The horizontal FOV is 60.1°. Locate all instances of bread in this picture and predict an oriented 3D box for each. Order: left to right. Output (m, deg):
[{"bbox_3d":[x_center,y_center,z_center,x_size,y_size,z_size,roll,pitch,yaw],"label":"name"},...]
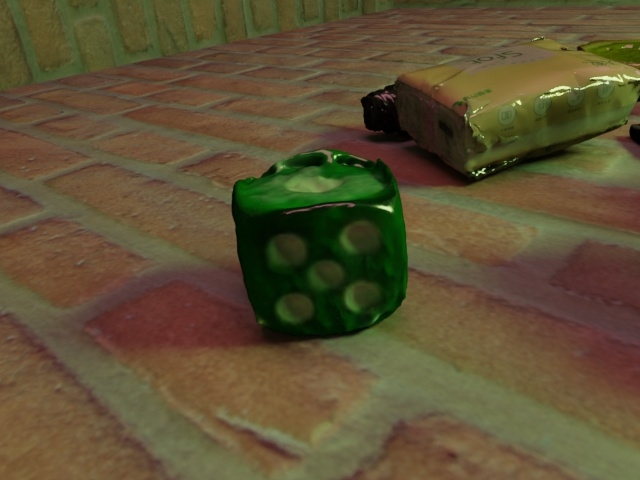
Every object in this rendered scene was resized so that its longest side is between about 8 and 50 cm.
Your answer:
[{"bbox_3d":[0.594,-0.323,1.034,0.235,0.070,0.236,-4,30,2],"label":"bread"}]

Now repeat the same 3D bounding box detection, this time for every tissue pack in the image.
[{"bbox_3d":[0.260,-0.187,0.760,0.256,0.123,0.215,-16,35,-12],"label":"tissue pack"}]

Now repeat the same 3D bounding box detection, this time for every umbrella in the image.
[{"bbox_3d":[0.227,-0.230,0.903,0.325,0.094,0.090,-11,42,-10],"label":"umbrella"}]

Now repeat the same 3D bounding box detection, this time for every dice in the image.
[{"bbox_3d":[0.000,0.000,0.464,0.130,0.120,0.128,-9,29,-2],"label":"dice"}]

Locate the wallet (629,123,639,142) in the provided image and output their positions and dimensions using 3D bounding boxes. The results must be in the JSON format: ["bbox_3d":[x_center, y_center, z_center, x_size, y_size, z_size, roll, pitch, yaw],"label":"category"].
[{"bbox_3d":[0.562,-0.137,0.725,0.255,0.031,0.137,-2,28,7],"label":"wallet"}]
